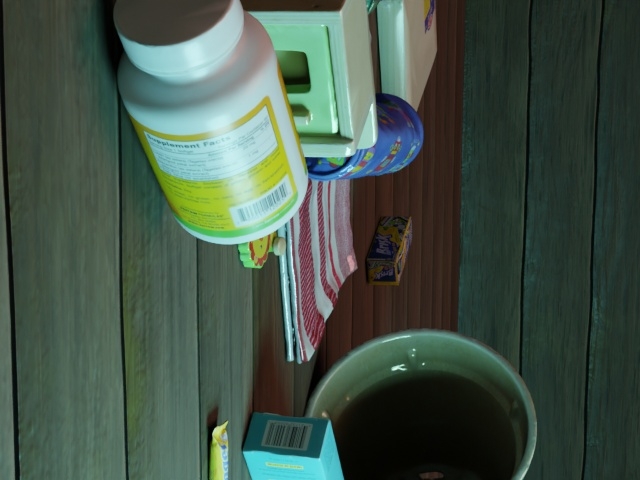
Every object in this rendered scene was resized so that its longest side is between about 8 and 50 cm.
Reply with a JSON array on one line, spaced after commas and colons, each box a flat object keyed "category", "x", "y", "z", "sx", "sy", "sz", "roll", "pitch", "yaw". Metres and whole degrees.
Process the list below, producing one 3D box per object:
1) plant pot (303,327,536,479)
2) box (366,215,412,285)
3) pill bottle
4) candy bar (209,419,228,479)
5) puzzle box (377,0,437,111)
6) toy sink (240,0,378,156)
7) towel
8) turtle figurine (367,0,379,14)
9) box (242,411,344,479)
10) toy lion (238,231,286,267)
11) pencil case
[{"category": "plant pot", "x": 0.158, "y": 0.355, "z": 1.794, "sx": 0.306, "sy": 0.333, "sz": 0.334, "roll": 77, "pitch": 20, "yaw": -49}, {"category": "box", "x": 0.129, "y": 0.018, "z": 2.205, "sx": 0.169, "sy": 0.059, "sz": 0.054, "roll": -66, "pitch": 154, "yaw": -58}, {"category": "pill bottle", "x": -0.097, "y": -0.119, "z": 1.038, "sx": 0.246, "sy": 0.136, "sz": 0.136, "roll": 74, "pitch": 22, "yaw": -53}, {"category": "candy bar", "x": -0.111, "y": 0.279, "z": 1.312, "sx": 0.040, "sy": 0.018, "sz": 0.162, "roll": -30, "pitch": 121, "yaw": -74}, {"category": "puzzle box", "x": 0.176, "y": -0.419, "z": 2.348, "sx": 0.409, "sy": 0.052, "sz": 0.272, "roll": -68, "pitch": 156, "yaw": -56}, {"category": "toy sink", "x": -0.029, "y": -0.170, "z": 1.295, "sx": 0.131, "sy": 0.152, "sz": 0.234, "roll": -72, "pitch": 160, "yaw": -50}, {"category": "towel", "x": 0.000, "y": 0.000, "z": 1.703, "sx": 0.329, "sy": 0.037, "sz": 0.237, "roll": -60, "pitch": 149, "yaw": -63}, {"category": "turtle figurine", "x": 0.029, "y": -0.326, "z": 1.526, "sx": 0.175, "sy": 0.118, "sz": 0.234, "roll": -127, "pitch": -132, "yaw": -78}, {"category": "box", "x": -0.025, "y": 0.314, "z": 1.509, "sx": 0.244, "sy": 0.100, "sz": 0.060, "roll": 78, "pitch": 21, "yaw": -46}, {"category": "toy lion", "x": -0.072, "y": -0.018, "z": 1.407, "sx": 0.096, "sy": 0.034, "sz": 0.100, "roll": 1, "pitch": 91, "yaw": -69}, {"category": "pencil case", "x": 0.043, "y": -0.148, "z": 1.626, "sx": 0.119, "sy": 0.133, "sz": 0.306, "roll": -56, "pitch": 166, "yaw": 15}]
